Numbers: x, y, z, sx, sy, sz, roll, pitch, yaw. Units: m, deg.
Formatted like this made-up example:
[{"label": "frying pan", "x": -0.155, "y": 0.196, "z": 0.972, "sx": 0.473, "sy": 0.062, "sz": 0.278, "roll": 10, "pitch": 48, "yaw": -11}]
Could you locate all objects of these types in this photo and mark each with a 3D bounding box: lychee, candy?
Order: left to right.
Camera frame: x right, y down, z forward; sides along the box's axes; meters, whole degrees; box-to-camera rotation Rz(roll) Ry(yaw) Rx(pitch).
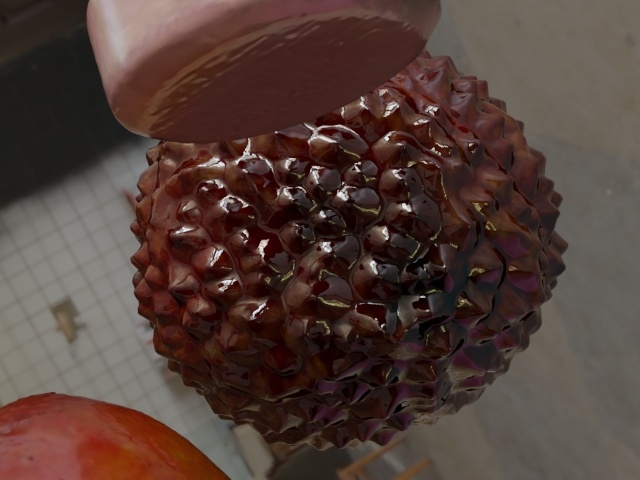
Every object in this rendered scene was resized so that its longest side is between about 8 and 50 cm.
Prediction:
[{"label": "candy", "x": -0.032, "y": -0.154, "z": 0.890, "sx": 0.255, "sy": 0.255, "sz": 0.094, "roll": 108, "pitch": 145, "yaw": -73}, {"label": "lychee", "x": 0.000, "y": 0.000, "z": 1.292, "sx": 0.500, "sy": 0.424, "sz": 0.425, "roll": -4, "pitch": 121, "yaw": 36}]

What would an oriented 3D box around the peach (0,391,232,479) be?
[{"label": "peach", "x": -0.169, "y": 0.284, "z": 0.909, "sx": 0.373, "sy": 0.372, "sz": 0.290, "roll": 57, "pitch": 143, "yaw": 15}]
